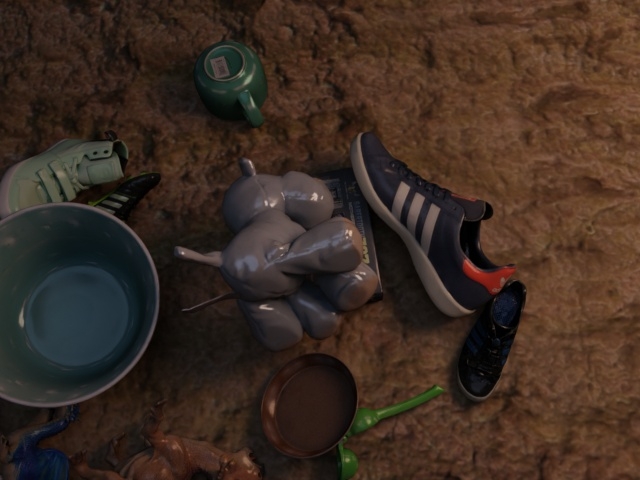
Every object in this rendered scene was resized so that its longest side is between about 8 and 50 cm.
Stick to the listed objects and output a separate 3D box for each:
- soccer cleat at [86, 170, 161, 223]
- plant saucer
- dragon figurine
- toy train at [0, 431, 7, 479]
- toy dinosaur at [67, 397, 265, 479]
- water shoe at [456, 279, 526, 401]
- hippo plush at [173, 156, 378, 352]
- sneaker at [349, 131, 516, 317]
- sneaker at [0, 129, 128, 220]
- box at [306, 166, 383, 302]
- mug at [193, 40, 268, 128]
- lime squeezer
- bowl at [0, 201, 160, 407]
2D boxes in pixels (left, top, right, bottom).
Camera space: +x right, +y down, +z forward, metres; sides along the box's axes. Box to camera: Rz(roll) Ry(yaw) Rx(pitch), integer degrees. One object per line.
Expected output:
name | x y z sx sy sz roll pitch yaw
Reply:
soccer cleat | -0.355 -0.061 1.250 0.179 0.060 0.072 -30 81 1
plant saucer | -0.014 0.259 1.102 0.168 0.029 0.168 -13 57 20
dragon figurine | -0.444 0.364 1.080 0.085 0.144 0.289 -9 76 34
toy train | -0.541 0.360 1.128 0.125 0.046 0.166 3 69 6
toy dinosaur | -0.252 0.372 1.064 0.296 0.127 0.200 -31 79 0
water shoe | 0.269 0.153 1.112 0.073 0.080 0.203 19 74 11
hippo plush | -0.074 0.016 1.089 0.294 0.234 0.236 -5 41 -11
sneaker | 0.187 -0.055 1.141 0.148 0.131 0.350 -38 79 28
sneaker | -0.422 -0.107 1.182 0.151 0.094 0.256 -3 34 17
box | 0.000 0.000 1.195 0.183 0.059 0.232 -10 72 4
mug | -0.155 -0.294 1.285 0.158 0.097 0.129 24 75 12
lime squeezer | 0.067 0.335 1.092 0.110 0.059 0.310 38 75 -16
bowl | -0.403 0.111 1.123 0.311 0.163 0.311 1 74 -5
